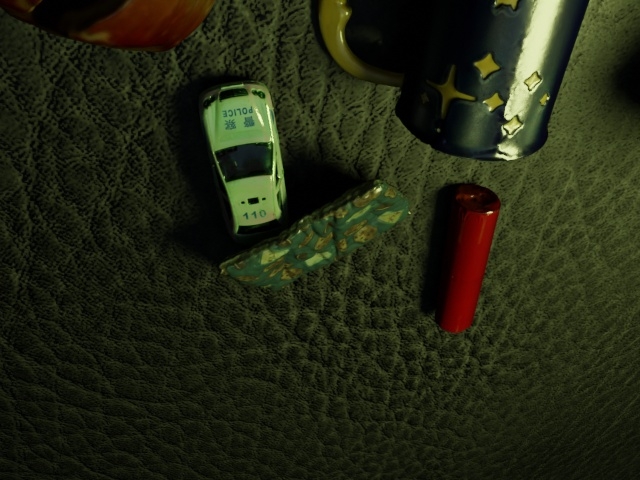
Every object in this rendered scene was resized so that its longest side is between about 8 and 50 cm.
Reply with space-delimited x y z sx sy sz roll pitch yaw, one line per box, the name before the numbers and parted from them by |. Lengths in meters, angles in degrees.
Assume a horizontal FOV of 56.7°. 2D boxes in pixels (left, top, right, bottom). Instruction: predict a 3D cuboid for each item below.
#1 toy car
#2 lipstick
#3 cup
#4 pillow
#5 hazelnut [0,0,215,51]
toy car | -0.090 -0.085 0.735 0.090 0.076 0.224 -10 134 -4
lipstick | 0.228 0.036 0.941 0.073 0.073 0.280 -9 134 -7
cup | 0.140 -0.231 0.597 0.254 0.178 0.256 -6 131 -12
pillow | 0.002 -0.001 0.819 0.255 0.034 0.189 -30 160 13
hazelnut | -0.177 -0.258 0.462 0.217 0.217 0.251 -39 159 20
